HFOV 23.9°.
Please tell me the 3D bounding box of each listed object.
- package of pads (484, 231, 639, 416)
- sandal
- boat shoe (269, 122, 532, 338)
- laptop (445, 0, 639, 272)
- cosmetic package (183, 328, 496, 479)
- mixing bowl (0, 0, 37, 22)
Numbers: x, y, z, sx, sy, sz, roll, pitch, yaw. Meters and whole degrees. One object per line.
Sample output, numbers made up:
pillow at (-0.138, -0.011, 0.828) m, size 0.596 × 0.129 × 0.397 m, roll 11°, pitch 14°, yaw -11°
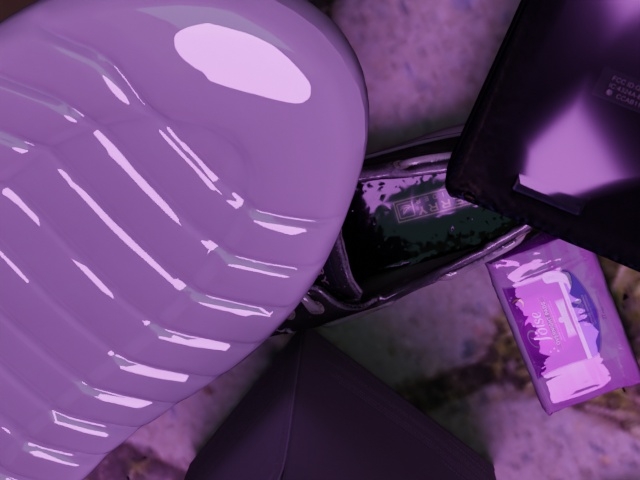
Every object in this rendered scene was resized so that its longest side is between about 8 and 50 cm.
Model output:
package of pads at (0.114, 0.036, 0.707) m, size 0.050 × 0.032 × 0.083 m, roll -21°, pitch 99°, yaw 7°
sandal at (-0.133, 0.024, 0.665) m, size 0.169 × 0.102 × 0.416 m, roll 32°, pitch 124°, yaw -16°
boat shoe at (0.000, 0.000, 0.689) m, size 0.219 × 0.070 × 0.078 m, roll -21°, pitch 99°, yaw 9°
laptop at (0.312, -0.162, 0.623) m, size 0.382 × 0.236 × 0.408 m, roll 22°, pitch 123°, yaw 0°
cosmetic package at (0.007, 0.132, 0.630) m, size 0.127 × 0.238 × 0.107 m, roll 38°, pitch 102°, yaw -3°
mixing bowl at (-0.098, -0.114, 0.660) m, size 0.181 × 0.098 × 0.181 m, roll 1°, pitch 102°, yaw 4°
